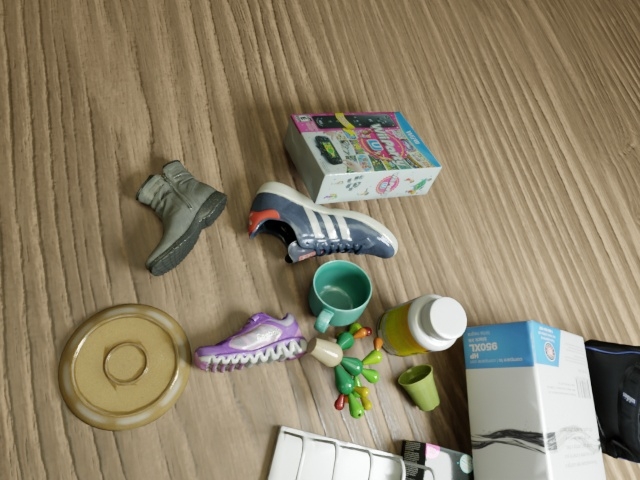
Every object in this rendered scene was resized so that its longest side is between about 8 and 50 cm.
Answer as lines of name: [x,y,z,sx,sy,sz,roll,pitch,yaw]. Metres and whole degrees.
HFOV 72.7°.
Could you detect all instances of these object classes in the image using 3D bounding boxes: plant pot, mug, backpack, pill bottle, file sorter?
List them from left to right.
plant pot: [-0.366,0.234,0.825,0.236,0.032,0.237,7,68,-18]
mug: [0.027,0.127,0.953,0.157,0.097,0.129,-20,60,-26]
file sorter: [0.048,0.479,0.802,0.277,0.173,0.193,19,65,-11]
pill bottle: [0.217,0.185,0.943,0.117,0.215,0.117,6,69,-17]
plant pot: [0.228,0.335,0.975,0.083,0.083,0.079,-26,93,-25]
backpack: [0.736,0.381,1.046,0.213,0.276,0.264,-1,84,-18]

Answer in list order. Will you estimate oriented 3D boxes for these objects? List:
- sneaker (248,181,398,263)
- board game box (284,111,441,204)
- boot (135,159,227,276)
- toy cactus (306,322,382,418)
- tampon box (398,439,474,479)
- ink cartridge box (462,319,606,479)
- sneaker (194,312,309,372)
sneaker: [0.000,0.000,0.988,0.349,0.131,0.148,20,64,-1]
board game box: [0.095,-0.204,1.032,0.303,0.098,0.224,-8,52,-25]
boot: [-0.328,-0.052,0.926,0.161,0.083,0.247,32,58,2]
toy cactus: [0.046,0.253,0.912,0.180,0.112,0.219,32,49,-24]
tampon box: [0.233,0.510,0.893,0.120,0.101,0.161,19,66,-13]
ink cartridge box: [0.460,0.393,0.931,0.285,0.166,0.395,20,63,-38]
sneaker: [-0.140,0.202,0.887,0.236,0.095,0.105,-4,67,-26]
